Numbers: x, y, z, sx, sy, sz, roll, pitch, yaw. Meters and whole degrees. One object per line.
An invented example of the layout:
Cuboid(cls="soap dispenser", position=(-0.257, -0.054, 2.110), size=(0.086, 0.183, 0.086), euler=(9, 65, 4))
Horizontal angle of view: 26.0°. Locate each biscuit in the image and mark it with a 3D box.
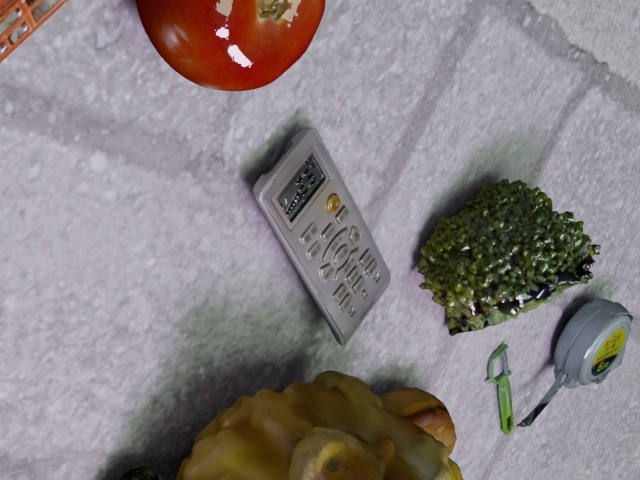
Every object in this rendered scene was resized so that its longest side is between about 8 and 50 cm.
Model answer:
Cuboid(cls="biscuit", position=(0.079, 0.304, 1.925), size=(0.274, 0.091, 0.213), euler=(-30, 139, -33))

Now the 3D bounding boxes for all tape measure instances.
Cuboid(cls="tape measure", position=(0.389, 0.192, 2.225), size=(0.330, 0.084, 0.164), euler=(-20, 128, -44))

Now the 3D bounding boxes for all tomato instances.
Cuboid(cls="tomato", position=(-0.084, -0.235, 1.283), size=(0.195, 0.136, 0.195), euler=(-28, 132, -36))

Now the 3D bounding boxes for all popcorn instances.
Cuboid(cls="popcorn", position=(-0.003, 0.351, 1.654), size=(0.344, 0.354, 0.390), euler=(-68, 150, -60))

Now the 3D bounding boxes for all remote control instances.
Cuboid(cls="remote control", position=(0.000, 0.000, 1.641), size=(0.109, 0.055, 0.313), euler=(-52, 141, -20))

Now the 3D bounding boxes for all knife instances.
Cuboid(cls="knife", position=(0.287, 0.248, 2.204), size=(0.054, 0.015, 0.212), euler=(-40, 141, -24))

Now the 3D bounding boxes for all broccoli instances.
Cuboid(cls="broccoli", position=(0.232, 0.019, 1.890), size=(0.242, 0.273, 0.180), euler=(-22, 87, -29))

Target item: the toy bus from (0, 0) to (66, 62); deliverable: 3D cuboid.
Cuboid(cls="toy bus", position=(-0.290, -0.203, 1.057), size=(0.329, 0.143, 0.153), euler=(-48, 154, -17))

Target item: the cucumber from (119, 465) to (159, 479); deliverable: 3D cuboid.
Cuboid(cls="cucumber", position=(-0.251, 0.396, 1.604), size=(0.081, 0.072, 0.303), euler=(-5, 118, -47))
